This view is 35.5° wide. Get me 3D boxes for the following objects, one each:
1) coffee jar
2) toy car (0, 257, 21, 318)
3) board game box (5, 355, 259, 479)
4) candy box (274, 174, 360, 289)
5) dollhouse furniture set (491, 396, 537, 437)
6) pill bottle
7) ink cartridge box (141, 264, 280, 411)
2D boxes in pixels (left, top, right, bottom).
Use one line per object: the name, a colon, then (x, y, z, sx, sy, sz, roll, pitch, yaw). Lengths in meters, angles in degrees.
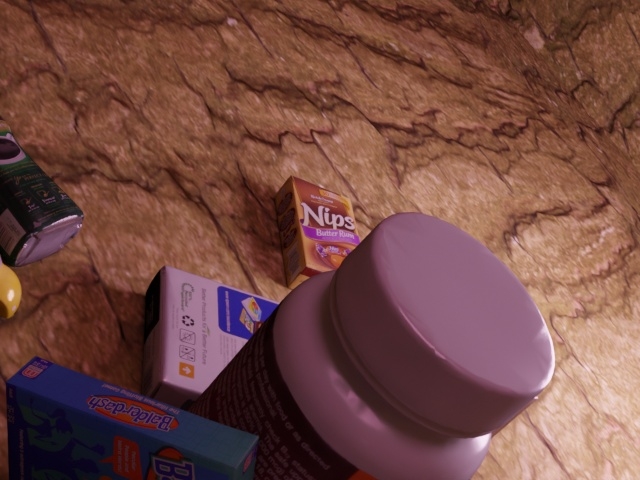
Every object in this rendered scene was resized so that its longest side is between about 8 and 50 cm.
coffee jar: (-0.354, -0.064, 1.105, 0.184, 0.079, 0.096, 49, 35, 11)
toy car: (-0.427, -0.016, 0.996, 0.239, 0.053, 0.225, -1, 51, -46)
board game box: (-0.161, 0.202, 0.838, 0.210, 0.160, 0.047, 16, 30, 15)
candy box: (0.000, 0.000, 1.419, 0.109, 0.053, 0.186, 20, 37, -28)
dollhouse furniture set: (0.166, 0.176, 1.312, 0.144, 0.123, 0.151, 11, 43, -38)
pill bottle: (0.012, 0.170, 0.910, 0.224, 0.392, 0.224, 26, 35, -21)
ink cartridge box: (-0.027, 0.159, 1.172, 0.371, 0.069, 0.176, 18, 38, -22)
